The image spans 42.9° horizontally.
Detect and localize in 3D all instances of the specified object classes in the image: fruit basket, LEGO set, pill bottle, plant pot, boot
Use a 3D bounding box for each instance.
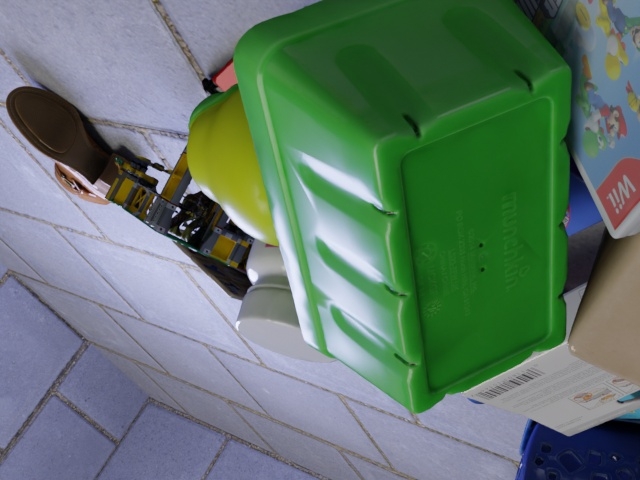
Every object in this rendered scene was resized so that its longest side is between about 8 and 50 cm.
[{"bbox_3d":[0.040,-0.067,0.776,0.392,0.283,0.392,59,164,28],"label":"fruit basket"},{"bbox_3d":[-0.154,-0.076,1.296,0.331,0.192,0.255,29,179,-27],"label":"LEGO set"},{"bbox_3d":[0.000,0.000,1.037,0.160,0.283,0.160,14,156,7],"label":"pill bottle"},{"bbox_3d":[0.428,0.386,1.313,0.236,0.212,0.236,6,145,10],"label":"plant pot"},{"bbox_3d":[-0.487,-0.170,1.573,0.283,0.109,0.220,33,161,-19],"label":"boot"}]

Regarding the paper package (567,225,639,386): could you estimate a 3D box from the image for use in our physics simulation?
[{"bbox_3d":[0.406,0.009,0.649,0.309,0.168,0.325,26,139,10],"label":"paper package"}]

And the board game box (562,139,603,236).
[{"bbox_3d":[0.144,-0.123,0.911,0.347,0.078,0.233,35,156,-6],"label":"board game box"}]

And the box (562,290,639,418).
[{"bbox_3d":[0.392,0.172,1.201,0.244,0.060,0.100,39,155,-16],"label":"box"}]

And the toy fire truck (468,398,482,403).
[{"bbox_3d":[0.172,0.125,1.189,0.302,0.169,0.254,16,141,33],"label":"toy fire truck"}]

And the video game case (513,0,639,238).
[{"bbox_3d":[0.199,-0.169,0.592,0.204,0.025,0.285,98,156,-64],"label":"video game case"}]

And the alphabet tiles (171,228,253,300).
[{"bbox_3d":[-0.100,0.080,1.441,0.285,0.011,0.342,39,-171,35],"label":"alphabet tiles"}]

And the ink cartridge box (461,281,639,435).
[{"bbox_3d":[0.357,0.138,1.004,0.296,0.066,0.261,-34,138,31],"label":"ink cartridge box"}]

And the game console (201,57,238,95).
[{"bbox_3d":[-0.083,-0.194,1.127,0.144,0.085,0.124,42,-175,-19],"label":"game console"}]
